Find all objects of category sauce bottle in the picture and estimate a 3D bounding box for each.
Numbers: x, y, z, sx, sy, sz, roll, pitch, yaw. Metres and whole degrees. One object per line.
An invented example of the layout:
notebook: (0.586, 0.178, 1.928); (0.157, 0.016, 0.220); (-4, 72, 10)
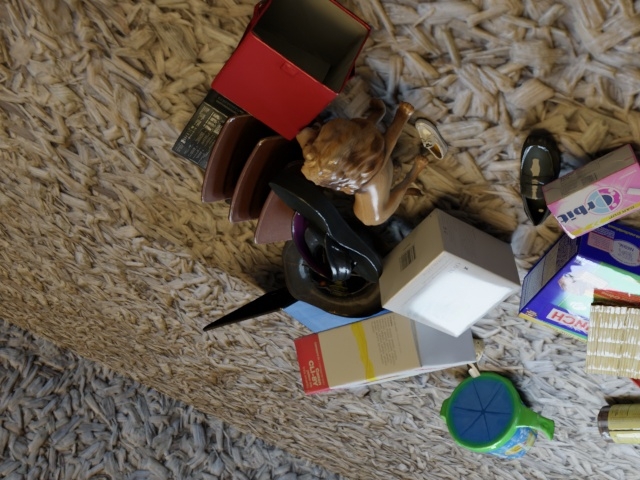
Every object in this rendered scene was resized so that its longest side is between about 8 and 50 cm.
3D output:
sauce bottle: (0.917, 0.486, 2.150); (0.344, 0.111, 0.111); (-12, 134, 45)

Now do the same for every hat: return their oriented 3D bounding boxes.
hat: (0.063, 0.038, 2.000); (0.332, 0.134, 0.331); (7, 134, 8)

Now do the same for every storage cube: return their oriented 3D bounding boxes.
storage cube: (-0.055, -0.334, 1.489); (0.215, 0.183, 0.193); (33, 148, -15)

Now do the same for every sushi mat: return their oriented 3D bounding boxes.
sushi mat: (0.667, 0.224, 1.783); (0.152, 0.019, 0.316); (6, 146, 19)

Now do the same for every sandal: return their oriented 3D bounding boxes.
sandal: (0.423, 0.302, 2.257); (0.079, 0.088, 0.240); (-25, 139, 12)
sandal: (-0.002, -0.002, 1.716); (0.168, 0.107, 0.446); (29, 169, 35)

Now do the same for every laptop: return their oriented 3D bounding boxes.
laptop: (-0.040, 0.241, 2.304); (0.382, 0.408, 0.236); (-21, 94, 48)

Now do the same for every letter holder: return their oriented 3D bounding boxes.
letter holder: (-0.122, -0.130, 1.741); (0.215, 0.152, 0.301); (-11, 151, -27)

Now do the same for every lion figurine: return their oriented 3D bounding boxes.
lion figurine: (0.100, -0.126, 1.604); (0.142, 0.240, 0.392); (19, 156, 35)

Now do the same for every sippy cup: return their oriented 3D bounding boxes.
sippy cup: (0.525, 0.538, 2.401); (0.224, 0.240, 0.305); (38, -174, -41)

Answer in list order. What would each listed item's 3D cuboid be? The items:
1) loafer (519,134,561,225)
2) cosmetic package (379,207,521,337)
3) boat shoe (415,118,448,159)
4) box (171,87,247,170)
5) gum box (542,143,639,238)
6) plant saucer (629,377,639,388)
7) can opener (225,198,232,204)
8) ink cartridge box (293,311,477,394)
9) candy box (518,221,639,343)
loafer: (0.432, -0.116, 1.597); (0.076, 0.078, 0.223); (8, 145, 23)
cosmetic package: (0.287, 0.080, 1.833); (0.225, 0.138, 0.224); (22, 132, -25)
boat shoe: (0.223, -0.203, 1.643); (0.035, 0.035, 0.100); (-8, 137, 41)
box: (-0.220, -0.232, 1.869); (0.183, 0.059, 0.233); (32, 147, -13)
gum box: (0.523, -0.088, 1.533); (0.188, 0.062, 0.107); (-28, 125, 25)
plant saucer: (0.889, 0.320, 1.981); (0.258, 0.047, 0.259); (40, 146, -25)
can opener: (-0.185, -0.122, 2.010); (0.073, 0.059, 0.186); (39, 145, -24)
ink cartridge box: (0.170, 0.286, 2.126); (0.385, 0.160, 0.279); (-21, 164, 37)
candy box: (0.617, 0.104, 1.763); (0.268, 0.122, 0.317); (21, 150, 0)
